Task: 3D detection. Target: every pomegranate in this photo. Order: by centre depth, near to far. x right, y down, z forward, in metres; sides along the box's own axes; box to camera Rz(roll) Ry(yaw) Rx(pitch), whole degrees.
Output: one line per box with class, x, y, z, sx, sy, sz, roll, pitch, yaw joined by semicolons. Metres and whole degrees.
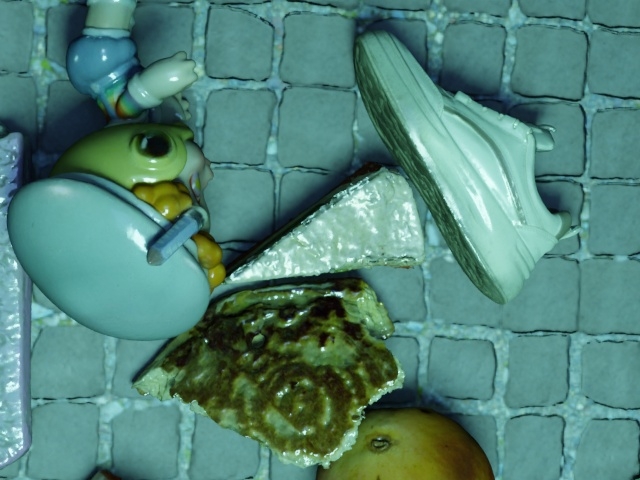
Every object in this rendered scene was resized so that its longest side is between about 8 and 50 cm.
pomegranate;0.083;0.263;1.600;0.191;0.191;0.191;0;91;-8

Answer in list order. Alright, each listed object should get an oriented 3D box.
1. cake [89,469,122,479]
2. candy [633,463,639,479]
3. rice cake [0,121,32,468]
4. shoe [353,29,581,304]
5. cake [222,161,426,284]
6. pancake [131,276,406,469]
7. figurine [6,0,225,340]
cake;-0.147;0.359;1.577;0.262;0.159;0.158;32;83;-9
candy;0.482;0.393;1.631;0.398;0.172;0.263;20;48;5
rice cake;-0.318;0.050;1.594;0.056;0.073;0.364;0;89;-6
shoe;0.165;-0.100;1.640;0.159;0.124;0.316;-29;99;-8
cake;0.001;-0.020;1.628;0.221;0.086;0.116;-4;92;-8
pancake;-0.038;0.116;1.617;0.257;0.056;0.212;23;65;19
figurine;-0.208;-0.089;1.566;0.205;0.224;0.381;-2;64;-12
